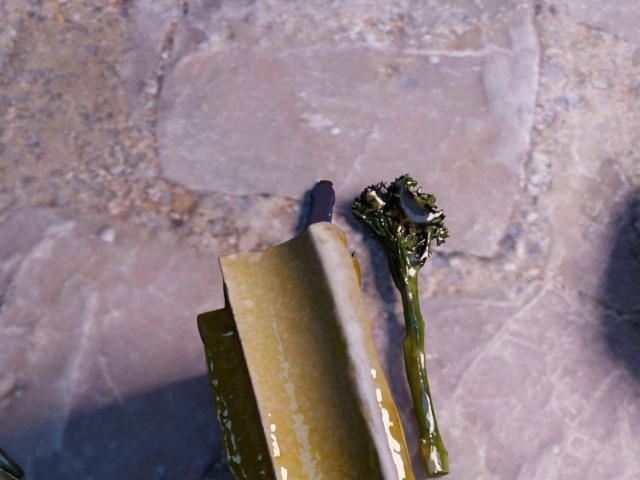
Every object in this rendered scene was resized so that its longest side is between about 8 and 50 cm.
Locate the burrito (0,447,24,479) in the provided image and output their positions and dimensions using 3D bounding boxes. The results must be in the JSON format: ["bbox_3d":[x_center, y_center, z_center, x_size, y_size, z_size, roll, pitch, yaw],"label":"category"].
[{"bbox_3d":[-0.355,0.157,0.936,0.309,0.066,0.096,15,71,2],"label":"burrito"}]

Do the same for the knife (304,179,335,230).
[{"bbox_3d":[0.000,0.000,1.063,0.031,0.018,0.121,5,65,4],"label":"knife"}]

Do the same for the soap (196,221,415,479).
[{"bbox_3d":[0.010,0.164,0.866,0.143,0.259,0.281,-12,66,-4],"label":"soap"}]

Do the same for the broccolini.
[{"bbox_3d":[0.078,0.068,1.041,0.057,0.071,0.254,11,66,-47],"label":"broccolini"}]
